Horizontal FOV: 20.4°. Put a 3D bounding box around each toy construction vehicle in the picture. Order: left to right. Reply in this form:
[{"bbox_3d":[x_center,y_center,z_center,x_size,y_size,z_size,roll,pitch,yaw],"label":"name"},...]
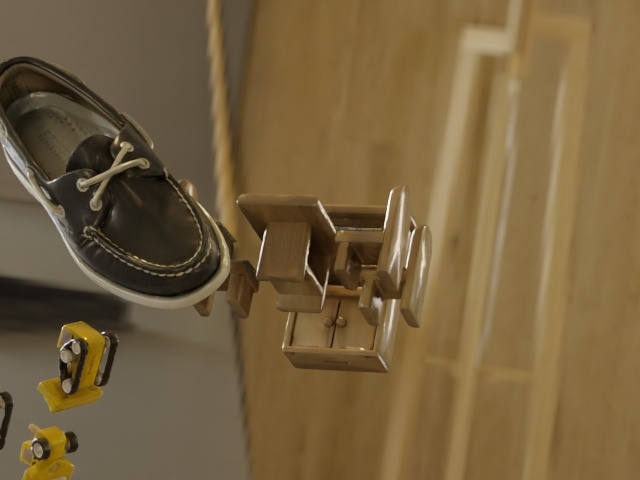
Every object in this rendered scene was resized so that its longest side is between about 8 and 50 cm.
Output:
[{"bbox_3d":[-0.151,0.087,0.887,0.086,0.098,0.035,-14,41,-43],"label":"toy construction vehicle"}]

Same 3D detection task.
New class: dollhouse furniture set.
[{"bbox_3d":[0.000,0.000,1.647,0.212,0.161,0.242,2,-26,19],"label":"dollhouse furniture set"}]

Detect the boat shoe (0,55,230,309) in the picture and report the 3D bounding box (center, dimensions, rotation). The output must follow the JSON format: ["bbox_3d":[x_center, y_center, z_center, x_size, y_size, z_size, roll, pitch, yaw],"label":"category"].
[{"bbox_3d":[-0.188,-0.052,1.487,0.114,0.091,0.302,-39,51,-20],"label":"boat shoe"}]
